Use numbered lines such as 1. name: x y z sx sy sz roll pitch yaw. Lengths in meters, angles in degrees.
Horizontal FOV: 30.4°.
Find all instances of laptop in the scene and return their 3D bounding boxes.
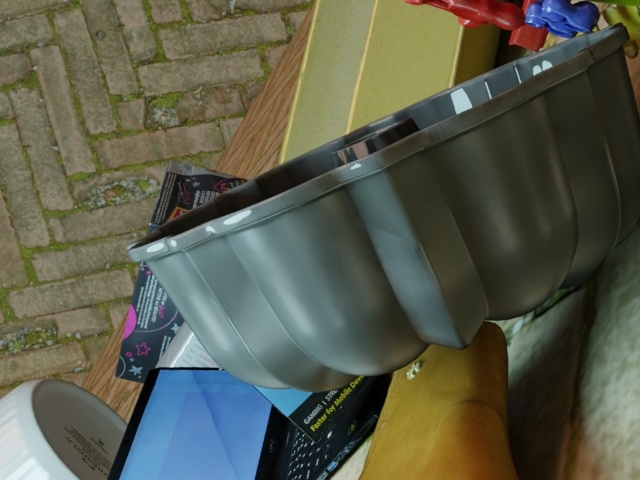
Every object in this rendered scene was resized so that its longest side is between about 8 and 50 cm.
1. laptop: -0.063 0.135 1.058 0.264 0.136 0.234 -52 14 30

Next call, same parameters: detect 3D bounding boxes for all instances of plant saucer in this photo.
1. plant saucer: 0.095 -0.236 1.248 0.332 0.081 0.333 -13 60 59

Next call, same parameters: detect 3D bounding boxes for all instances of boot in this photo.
1. boot: 0.072 0.121 0.618 0.295 0.104 0.211 -50 14 51

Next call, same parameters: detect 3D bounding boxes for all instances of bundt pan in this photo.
1. bundt pan: 0.054 -0.010 0.724 0.330 0.124 0.331 -23 7 3

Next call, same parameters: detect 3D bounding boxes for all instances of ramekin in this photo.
1. ramekin: -0.317 0.290 1.454 0.127 0.273 0.273 -44 14 10

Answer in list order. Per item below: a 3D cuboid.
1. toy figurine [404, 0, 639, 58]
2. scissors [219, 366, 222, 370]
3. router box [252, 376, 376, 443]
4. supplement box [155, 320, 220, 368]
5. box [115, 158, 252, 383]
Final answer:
1. toy figurine: 0.168 -0.254 0.770 0.362 0.191 0.217 -125 54 -85
2. scissors: 0.000 0.000 1.086 0.297 0.109 0.021 -36 -19 16
3. router box: 0.006 0.047 0.918 0.179 0.133 0.046 -48 10 -8
4. supplement box: -0.088 0.101 1.311 0.220 0.111 0.114 -56 12 10
5. box: -0.158 0.051 1.493 0.163 0.142 0.247 -85 11 -56
